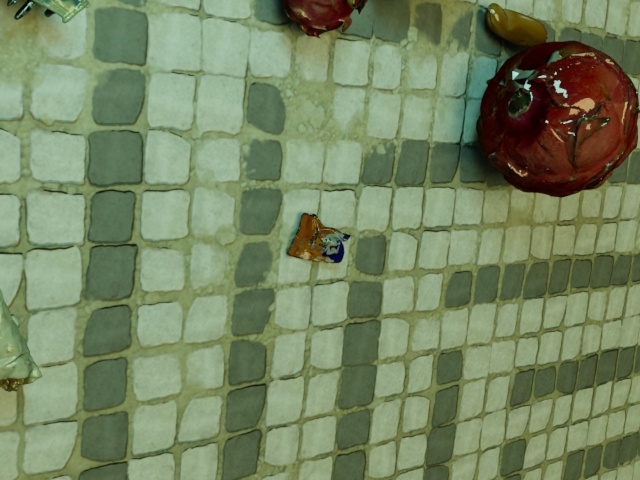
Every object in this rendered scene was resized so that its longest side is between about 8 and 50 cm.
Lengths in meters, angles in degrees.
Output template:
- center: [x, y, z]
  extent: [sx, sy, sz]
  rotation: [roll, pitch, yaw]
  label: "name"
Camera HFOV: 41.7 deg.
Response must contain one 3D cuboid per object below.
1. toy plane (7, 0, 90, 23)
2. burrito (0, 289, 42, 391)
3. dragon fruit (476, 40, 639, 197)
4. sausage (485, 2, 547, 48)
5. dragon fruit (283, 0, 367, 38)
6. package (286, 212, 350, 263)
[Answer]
- center: [-0.391, -0.314, 0.999]
  extent: [0.262, 0.088, 0.192]
  rotation: [-43, 119, -11]
  label: "toy plane"
- center: [-0.472, 0.038, 1.020]
  extent: [0.117, 0.076, 0.392]
  rotation: [-32, 117, -21]
  label: "burrito"
- center: [0.438, -0.221, 1.559]
  extent: [0.302, 0.295, 0.295]
  rotation: [2, 100, -52]
  label: "dragon fruit"
- center: [0.371, -0.405, 1.605]
  extent: [0.183, 0.054, 0.062]
  rotation: [6, 65, -38]
  label: "sausage"
- center: [0.006, -0.389, 1.260]
  extent: [0.166, 0.136, 0.133]
  rotation: [94, 10, -52]
  label: "dragon fruit"
- center: [-0.001, 0.000, 1.419]
  extent: [0.111, 0.033, 0.077]
  rotation: [16, 114, -27]
  label: "package"
